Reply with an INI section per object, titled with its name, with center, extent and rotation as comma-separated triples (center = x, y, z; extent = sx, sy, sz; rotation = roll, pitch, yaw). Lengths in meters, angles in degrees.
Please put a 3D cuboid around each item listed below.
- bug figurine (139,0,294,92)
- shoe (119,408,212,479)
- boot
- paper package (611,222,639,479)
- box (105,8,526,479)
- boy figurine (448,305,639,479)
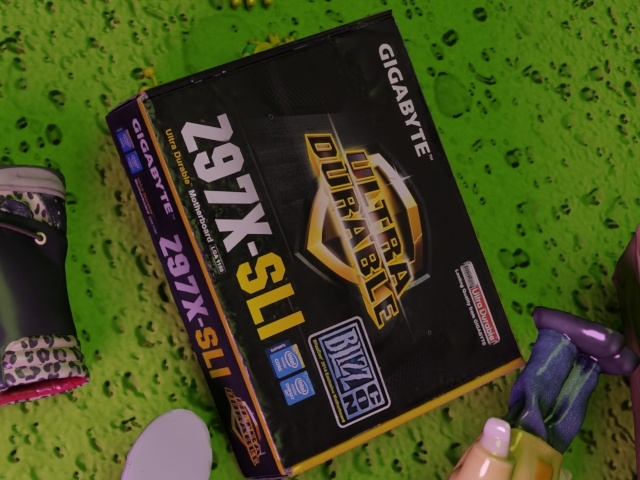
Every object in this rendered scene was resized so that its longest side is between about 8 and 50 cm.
[bug figurine]
center = -0.103, -0.197, 1.617
extent = 0.216, 0.072, 0.279
rotation = -9, 72, -28
[shoe]
center = -0.136, 0.215, 1.413
extent = 0.063, 0.081, 0.178
rotation = 23, 64, -14
[boot]
center = -0.291, 0.038, 1.421
extent = 0.236, 0.085, 0.179
rotation = -5, 73, -27
[paper package]
center = 0.427, 0.142, 1.593
extent = 0.324, 0.168, 0.310
rotation = -1, 67, 0
[box]
center = 0.000, 0.000, 1.532
extent = 0.257, 0.079, 0.322
rotation = -21, 92, -30
[boy figurine]
center = 0.159, 0.196, 1.516
extent = 0.092, 0.177, 0.285
rotation = 16, 72, 28
